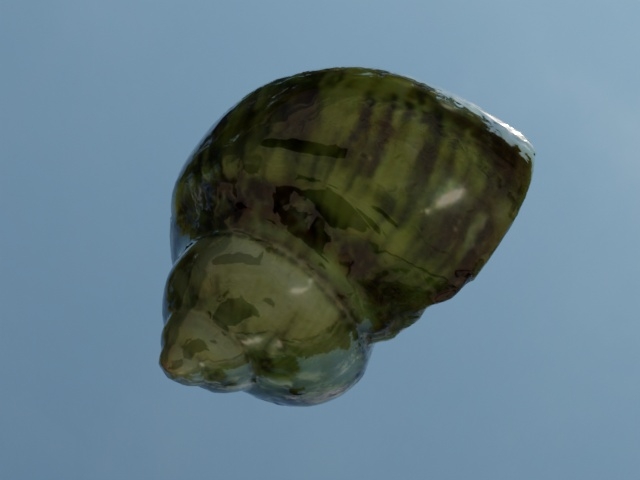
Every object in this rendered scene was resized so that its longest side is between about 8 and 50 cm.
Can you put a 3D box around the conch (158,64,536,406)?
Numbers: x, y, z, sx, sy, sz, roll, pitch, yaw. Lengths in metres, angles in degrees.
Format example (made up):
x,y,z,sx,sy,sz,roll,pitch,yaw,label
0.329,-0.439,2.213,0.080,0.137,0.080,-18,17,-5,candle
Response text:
x,y,z,sx,sy,sz,roll,pitch,yaw,label
-0.002,-0.001,0.920,0.124,0.187,0.181,28,-108,-36,conch
